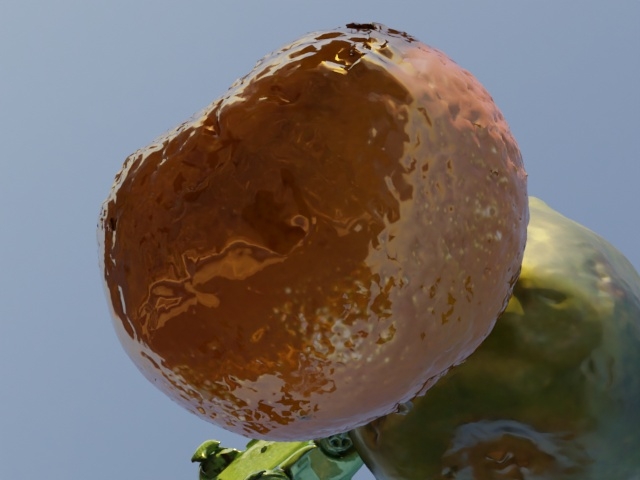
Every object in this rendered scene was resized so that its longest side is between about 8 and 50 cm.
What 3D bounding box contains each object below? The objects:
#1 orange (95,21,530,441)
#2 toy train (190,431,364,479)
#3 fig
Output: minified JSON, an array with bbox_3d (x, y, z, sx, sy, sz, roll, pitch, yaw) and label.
[{"bbox_3d":[0.000,0.000,0.821,0.193,0.161,0.193,-36,-166,10],"label":"orange"},{"bbox_3d":[-0.026,0.165,1.275,0.149,0.081,0.099,-35,-161,-19],"label":"toy train"},{"bbox_3d":[0.123,0.047,1.190,0.206,0.206,0.275,-35,-155,32],"label":"fig"}]
